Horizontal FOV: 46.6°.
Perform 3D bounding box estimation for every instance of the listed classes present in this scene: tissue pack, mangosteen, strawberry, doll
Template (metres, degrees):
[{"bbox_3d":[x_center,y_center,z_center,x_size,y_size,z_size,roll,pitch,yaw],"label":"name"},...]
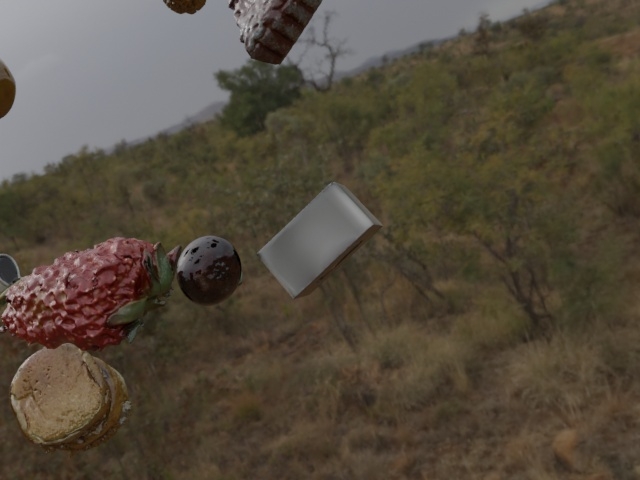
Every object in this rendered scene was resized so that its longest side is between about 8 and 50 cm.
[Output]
[{"bbox_3d":[-0.001,0.000,1.699,0.246,0.136,0.159,-44,-9,10],"label":"tissue pack"},{"bbox_3d":[-0.214,0.057,1.379,0.140,0.140,0.140,-19,10,4],"label":"mangosteen"},{"bbox_3d":[-0.294,0.053,0.922,0.228,0.098,0.174,-3,27,30],"label":"strawberry"},{"bbox_3d":[-0.881,0.046,1.977,0.208,0.271,0.144,8,-17,-35],"label":"doll"}]

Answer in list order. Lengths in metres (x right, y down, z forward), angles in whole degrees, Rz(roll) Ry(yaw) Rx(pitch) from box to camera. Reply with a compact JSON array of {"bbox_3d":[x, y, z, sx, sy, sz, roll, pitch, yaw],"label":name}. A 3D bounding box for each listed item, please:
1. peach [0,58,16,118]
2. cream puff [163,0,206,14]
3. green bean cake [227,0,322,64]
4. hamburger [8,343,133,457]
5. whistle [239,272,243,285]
[{"bbox_3d":[-0.781,-0.312,1.585,0.251,0.153,0.251,-9,47,10],"label":"peach"},{"bbox_3d":[-0.378,-0.686,1.994,0.115,0.165,0.150,-23,-33,-39],"label":"cream puff"},{"bbox_3d":[-0.113,-0.505,1.565,0.097,0.232,0.198,20,-64,-46],"label":"green bean cake"},{"bbox_3d":[-0.565,0.369,1.706,0.261,0.245,0.211,8,-21,0],"label":"hamburger"},{"bbox_3d":[-0.266,0.100,2.006,0.110,0.092,0.244,-27,0,-21],"label":"whistle"}]
